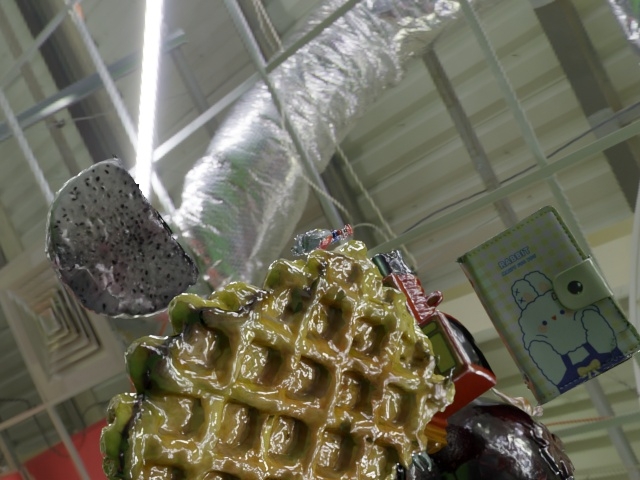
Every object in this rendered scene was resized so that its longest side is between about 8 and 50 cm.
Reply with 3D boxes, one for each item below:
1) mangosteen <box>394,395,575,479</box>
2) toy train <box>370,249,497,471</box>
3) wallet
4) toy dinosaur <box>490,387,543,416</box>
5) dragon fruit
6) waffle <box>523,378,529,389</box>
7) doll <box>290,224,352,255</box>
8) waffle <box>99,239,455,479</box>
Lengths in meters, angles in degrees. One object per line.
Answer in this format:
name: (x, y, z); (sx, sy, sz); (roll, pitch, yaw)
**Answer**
mangosteen: (0.255, 0.431, 1.158); (0.347, 0.307, 0.307); (-39, -99, 26)
toy train: (0.117, 0.174, 1.076); (0.232, 0.163, 0.369); (-37, -129, 16)
wallet: (0.416, 0.117, 1.267); (0.223, 0.077, 0.309); (-30, -106, 7)
toy dinosaur: (0.399, 0.329, 1.390); (0.039, 0.126, 0.162); (31, -38, 54)
dragon fruit: (-0.385, 0.015, 1.256); (0.283, 0.204, 0.221); (58, -18, -12)
waffle: (0.476, 0.289, 1.496); (0.083, 0.029, 0.075); (-48, -129, 47)
doll: (0.000, -0.001, 1.731); (0.104, 0.195, 0.062); (-8, -82, 50)
waffle: (-0.013, 0.153, 0.481); (0.058, 0.282, 0.300); (2, -85, 55)
